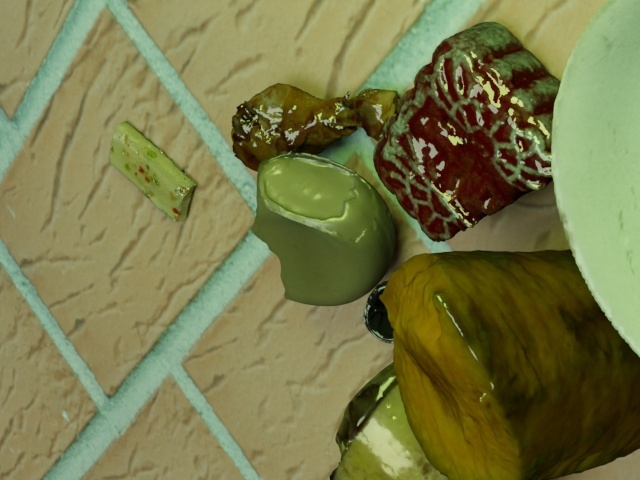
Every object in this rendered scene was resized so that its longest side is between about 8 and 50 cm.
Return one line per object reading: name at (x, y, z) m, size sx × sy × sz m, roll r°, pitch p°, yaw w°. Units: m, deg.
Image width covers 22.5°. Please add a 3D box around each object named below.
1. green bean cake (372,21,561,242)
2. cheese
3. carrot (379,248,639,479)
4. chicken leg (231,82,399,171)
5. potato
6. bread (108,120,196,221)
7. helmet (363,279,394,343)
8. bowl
green bean cake at (0.165, -0.094, 1.683) m, size 0.198 × 0.097 × 0.232 m, roll 51°, pitch 137°, yaw 14°
cheese at (0.000, 0.000, 1.877) m, size 0.175 × 0.091 × 0.202 m, roll 22°, pitch 142°, yaw 11°
carrot at (0.192, 0.127, 1.606) m, size 0.241 × 0.341 × 0.241 m, roll 5°, pitch 97°, yaw 52°
chicken leg at (-0.004, -0.136, 1.860) m, size 0.251 × 0.087 × 0.107 m, roll -6°, pitch 127°, yaw 41°
potato at (0.139, 0.256, 1.805) m, size 0.242 × 0.242 × 0.285 m, roll 46°, pitch 150°, yaw 20°
bread at (-0.227, -0.091, 2.146) m, size 0.154 × 0.028 × 0.068 m, roll 43°, pitch 137°, yaw 25°
helmet at (0.092, 0.075, 1.875) m, size 0.065 × 0.049 × 0.084 m, roll 38°, pitch 122°, yaw 12°
bowl at (0.427, -0.060, 1.352) m, size 0.435 × 0.196 × 0.435 m, roll 23°, pitch 125°, yaw 38°
